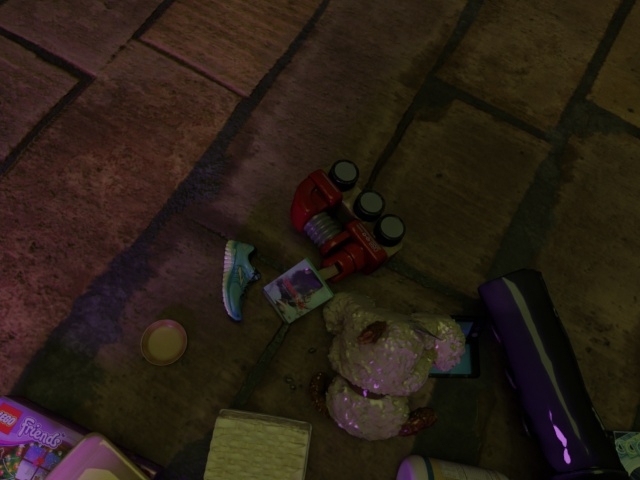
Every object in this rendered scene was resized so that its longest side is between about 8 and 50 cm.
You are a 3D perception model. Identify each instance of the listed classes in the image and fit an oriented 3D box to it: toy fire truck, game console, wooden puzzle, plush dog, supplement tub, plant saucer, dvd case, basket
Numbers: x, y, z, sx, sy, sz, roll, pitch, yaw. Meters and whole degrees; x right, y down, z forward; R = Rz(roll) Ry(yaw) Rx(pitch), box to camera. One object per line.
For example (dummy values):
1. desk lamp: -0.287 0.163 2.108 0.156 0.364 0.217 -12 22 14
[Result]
1. toy fire truck: 0.000 0.000 0.871 0.246 0.158 0.217 -32 76 -24
2. game console: 0.247 0.198 0.845 0.122 0.107 0.071 2 42 -4
3. wooden puzzle: -0.335 0.448 0.672 0.239 0.044 0.221 41 72 1
4. plush dog: 0.094 0.228 0.761 0.263 0.210 0.225 12 99 19
5. supplement tub: 0.226 0.434 0.718 0.200 0.144 0.144 11 70 0
6. plant saucer: -0.289 0.189 0.838 0.083 0.015 0.083 1 70 -4
7. dvd case: -0.044 0.096 0.837 0.119 0.013 0.087 -34 91 28
8. basket: -0.100 0.349 0.748 0.167 0.103 0.113 9 71 -1

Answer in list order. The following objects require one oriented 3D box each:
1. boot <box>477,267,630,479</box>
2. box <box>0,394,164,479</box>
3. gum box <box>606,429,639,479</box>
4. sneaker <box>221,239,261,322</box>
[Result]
1. boot: 0.367 0.255 0.689 0.146 0.367 0.445 -16 74 18
2. box: -0.437 0.406 0.728 0.293 0.057 0.201 24 71 4
3. gum box: 0.596 0.437 0.797 0.157 0.041 0.184 4 70 -2
4. sneaker: -0.150 0.076 0.864 0.073 0.063 0.162 2 71 -7
